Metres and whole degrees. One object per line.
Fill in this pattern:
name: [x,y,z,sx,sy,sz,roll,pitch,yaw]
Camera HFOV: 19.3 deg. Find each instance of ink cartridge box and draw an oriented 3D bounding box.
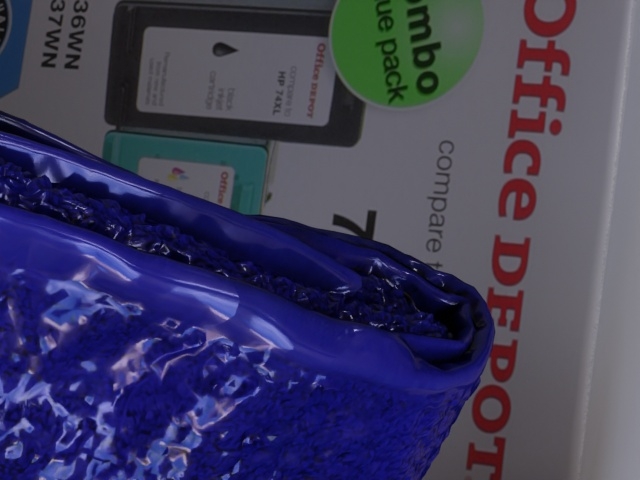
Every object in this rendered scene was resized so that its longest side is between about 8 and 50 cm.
ink cartridge box: [0.000,0.000,0.689,0.197,0.270,0.198,20,76,-66]

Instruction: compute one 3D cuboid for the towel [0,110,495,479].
towel: [-0.114,0.112,0.459,0.227,0.076,0.308,20,112,-24]
